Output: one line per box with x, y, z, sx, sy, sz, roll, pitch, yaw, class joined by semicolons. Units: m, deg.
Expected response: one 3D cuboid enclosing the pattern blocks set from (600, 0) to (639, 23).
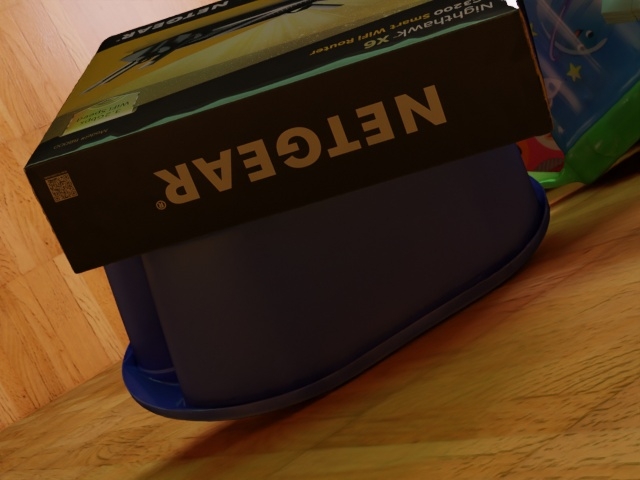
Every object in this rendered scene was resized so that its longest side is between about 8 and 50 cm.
0.353;-0.231;0.870;0.324;0.285;0.026;10;-12;30;pattern blocks set

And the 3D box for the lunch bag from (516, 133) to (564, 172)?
0.255;-0.138;1.426;0.293;0.120;0.258;-28;2;37;lunch bag

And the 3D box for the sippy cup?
0.240;-0.206;1.145;0.305;0.224;0.240;-42;-6;-11;sippy cup

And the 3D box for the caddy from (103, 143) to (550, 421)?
0.000;0.000;0.952;0.341;0.179;0.241;-30;25;-18;caddy

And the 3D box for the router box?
-0.015;-0.106;0.867;0.308;0.081;0.243;-17;25;11;router box
